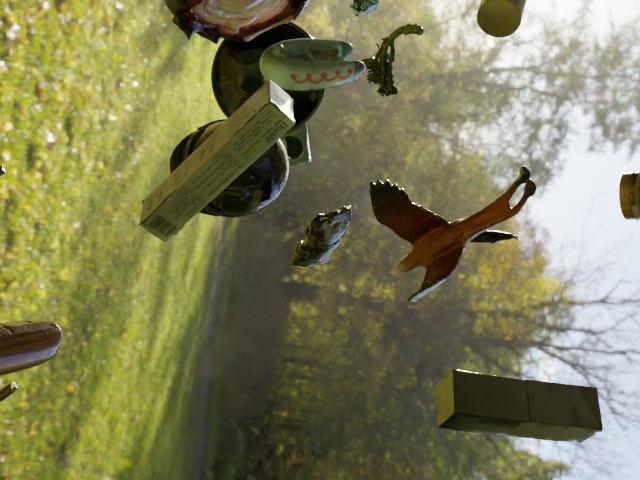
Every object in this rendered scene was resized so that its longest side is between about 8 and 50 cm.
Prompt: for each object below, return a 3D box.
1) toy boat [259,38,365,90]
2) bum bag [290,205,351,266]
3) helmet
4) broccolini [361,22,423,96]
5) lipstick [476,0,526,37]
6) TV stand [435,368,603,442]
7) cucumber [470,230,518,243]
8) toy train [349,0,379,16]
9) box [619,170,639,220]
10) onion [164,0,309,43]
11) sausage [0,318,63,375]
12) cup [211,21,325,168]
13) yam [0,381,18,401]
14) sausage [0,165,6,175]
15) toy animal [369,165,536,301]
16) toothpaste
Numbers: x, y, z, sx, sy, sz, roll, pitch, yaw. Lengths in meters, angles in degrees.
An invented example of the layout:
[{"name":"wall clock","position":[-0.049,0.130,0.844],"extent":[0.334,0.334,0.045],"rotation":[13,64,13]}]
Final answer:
[{"name":"toy boat","position":[-0.019,-0.362,1.669],"extent":[0.079,0.207,0.134],"rotation":[96,-19,-44]},{"name":"bum bag","position":[-0.001,0.001,1.917],"extent":[0.102,0.069,0.248],"rotation":[-30,159,-30]},{"name":"helmet","position":[-0.184,-0.170,1.894],"extent":[0.160,0.279,0.230],"rotation":[-6,-85,53]},{"name":"broccolini","position":[0.174,-0.416,1.942],"extent":[0.123,0.062,0.271],"rotation":[59,-24,0]},{"name":"lipstick","position":[0.308,-0.426,1.353],"extent":[0.070,0.070,0.254],"rotation":[96,12,-49]},{"name":"TV stand","position":[0.342,0.289,1.446],"extent":[0.088,0.269,0.083],"rotation":[113,-18,-56]},{"name":"cucumber","position":[0.490,-0.008,2.413],"extent":[0.043,0.163,0.039],"rotation":[77,14,-64]},{"name":"toy train","position":[0.102,-0.544,1.930],"extent":[0.083,0.033,0.053],"rotation":[-36,163,-32]},{"name":"box","position":[0.662,-0.095,1.767],"extent":[0.105,0.037,0.105],"rotation":[4,85,-54]},{"name":"onion","position":[-0.172,-0.568,1.645],"extent":[0.341,0.341,0.341],"rotation":[-174,-90,-90]},{"name":"sausage","position":[-0.522,0.174,1.307],"extent":[0.289,0.086,0.086],"rotation":[-6,103,-66]},{"name":"cup","position":[-0.141,-0.428,2.413],"extent":[0.392,0.310,0.401],"rotation":[-78,180,-78]},{"name":"yam","position":[-0.873,0.425,2.249],"extent":[0.032,0.145,0.032],"rotation":[53,17,-23]},{"name":"sausage","position":[-0.771,-0.138,1.897],"extent":[0.026,0.116,0.026],"rotation":[45,-29,33]},{"name":"toy animal","position":[0.262,-0.030,1.591],"extent":[0.302,0.284,0.225],"rotation":[43,23,-74]},{"name":"toothpaste","position":[-0.179,-0.130,1.427],"extent":[0.336,0.067,0.081],"rotation":[-39,-147,24]}]
